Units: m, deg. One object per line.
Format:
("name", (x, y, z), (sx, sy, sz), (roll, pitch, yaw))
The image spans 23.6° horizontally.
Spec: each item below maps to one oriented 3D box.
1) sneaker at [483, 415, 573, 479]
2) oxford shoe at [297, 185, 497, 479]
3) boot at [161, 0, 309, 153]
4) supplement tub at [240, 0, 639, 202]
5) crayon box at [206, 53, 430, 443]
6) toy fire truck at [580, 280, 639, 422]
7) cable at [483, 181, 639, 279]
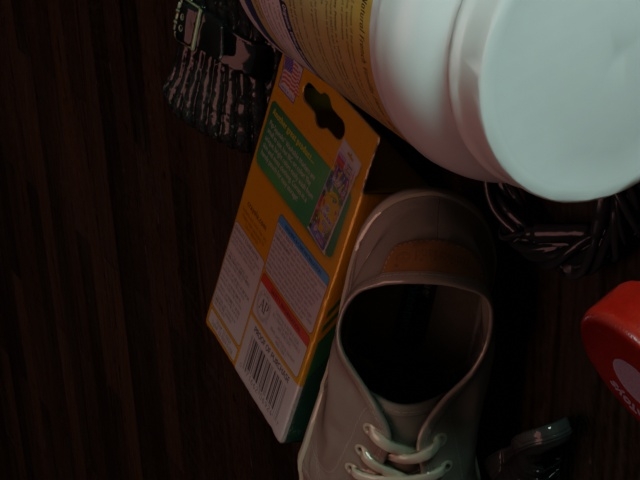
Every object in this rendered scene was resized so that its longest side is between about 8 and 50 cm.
("sneaker", (0.182, 0.208, 1.278), (0.170, 0.051, 0.089), (124, 127, -65))
("oxford shoe", (0.067, 0.174, 1.322), (0.130, 0.169, 0.449), (-85, 1, -63))
("boot", (-0.115, -0.266, 1.533), (0.348, 0.131, 0.260), (52, 147, 40))
("supplement tub", (0.098, -0.174, 1.010), (0.316, 0.228, 0.228), (43, 141, 50))
("crayon box", (0.000, 0.000, 1.426), (0.203, 0.083, 0.323), (53, 134, 48))
("toy fire truck", (0.306, 0.104, 0.852), (0.254, 0.169, 0.302), (59, 164, -26))
("cable", (0.182, -0.045, 1.143), (0.150, 0.047, 0.184), (62, 151, 16))
